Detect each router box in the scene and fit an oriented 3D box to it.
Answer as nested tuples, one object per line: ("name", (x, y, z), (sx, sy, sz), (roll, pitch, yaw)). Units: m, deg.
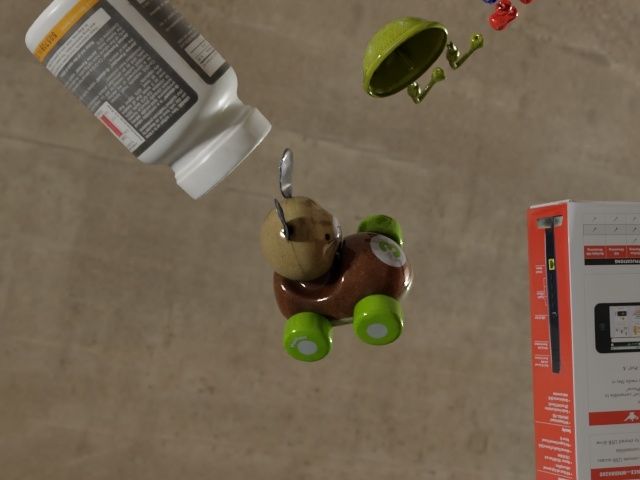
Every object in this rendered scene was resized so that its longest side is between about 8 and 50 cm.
("router box", (0.368, 0.113, 1.195), (0.336, 0.301, 0.082), (0, -3, -18))

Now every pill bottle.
("pill bottle", (-0.200, -0.191, 1.477), (0.278, 0.162, 0.162), (46, -14, -10))

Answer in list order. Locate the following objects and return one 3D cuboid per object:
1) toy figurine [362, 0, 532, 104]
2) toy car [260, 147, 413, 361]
("toy figurine", (0.154, -0.371, 1.572), (0.217, 0.362, 0.191), (53, 21, 16))
("toy car", (0.000, 0.000, 1.266), (0.149, 0.155, 0.188), (-15, -52, 16))
